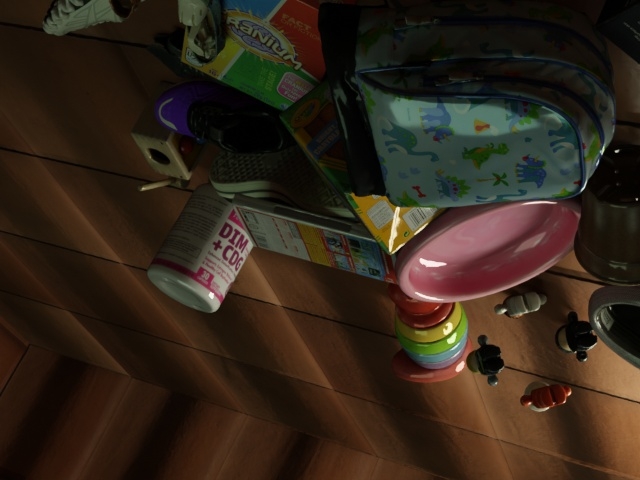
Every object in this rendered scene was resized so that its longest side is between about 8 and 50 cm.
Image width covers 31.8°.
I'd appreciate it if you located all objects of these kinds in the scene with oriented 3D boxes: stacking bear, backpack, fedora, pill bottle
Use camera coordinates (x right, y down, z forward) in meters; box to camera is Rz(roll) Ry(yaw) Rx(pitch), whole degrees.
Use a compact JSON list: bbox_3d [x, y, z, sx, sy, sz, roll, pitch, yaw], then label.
[{"bbox_3d":[0.218,0.152,2.339,0.164,0.175,0.289,14,146,29],"label":"stacking bear"},{"bbox_3d":[0.196,-0.173,1.432,0.355,0.273,0.290,-10,135,3],"label":"backpack"},{"bbox_3d":[0.605,0.134,1.949,0.275,0.124,0.244,32,154,2],"label":"fedora"},{"bbox_3d":[-0.211,-0.014,2.241,0.160,0.283,0.160,25,161,9],"label":"pill bottle"}]

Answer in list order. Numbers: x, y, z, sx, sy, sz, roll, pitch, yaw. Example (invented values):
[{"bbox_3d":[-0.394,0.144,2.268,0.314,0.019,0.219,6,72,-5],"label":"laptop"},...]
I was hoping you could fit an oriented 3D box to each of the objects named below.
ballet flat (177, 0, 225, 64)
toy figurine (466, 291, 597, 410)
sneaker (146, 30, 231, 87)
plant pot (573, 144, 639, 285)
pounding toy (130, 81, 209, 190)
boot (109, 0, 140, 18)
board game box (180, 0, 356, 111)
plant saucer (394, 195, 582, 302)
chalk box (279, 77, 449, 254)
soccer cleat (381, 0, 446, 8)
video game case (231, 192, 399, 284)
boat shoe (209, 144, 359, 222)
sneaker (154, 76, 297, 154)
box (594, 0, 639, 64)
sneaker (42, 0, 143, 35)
[{"bbox_3d":[-0.183,-0.333,1.692,0.070,0.070,0.188,17,154,19],"label":"ballet flat"},{"bbox_3d":[0.414,0.214,2.201,0.209,0.213,0.148,29,172,1],"label":"toy figurine"},{"bbox_3d":[-0.221,-0.310,1.957,0.170,0.051,0.089,33,156,-5],"label":"sneaker"},{"bbox_3d":[0.464,-0.046,1.700,0.167,0.167,0.165,13,145,26],"label":"plant pot"},{"bbox_3d":[-0.272,-0.162,2.137,0.094,0.181,0.206,14,153,23],"label":"pounding toy"},{"bbox_3d":[-0.265,-0.428,1.632,0.073,0.152,0.197,20,155,13],"label":"boot"},{"bbox_3d":[-0.089,-0.332,1.761,0.242,0.064,0.316,26,156,0],"label":"board game box"},{"bbox_3d":[0.276,-0.010,1.868,0.332,0.084,0.332,-14,153,-7],"label":"plant saucer"},{"bbox_3d":[0.071,-0.156,1.754,0.289,0.180,0.179,50,178,41],"label":"chalk box"},{"bbox_3d":[0.188,-0.274,1.546,0.143,0.116,0.331,5,149,36],"label":"soccer cleat"},{"bbox_3d":[0.000,0.000,1.934,0.285,0.025,0.204,15,162,13],"label":"video game case"},{"bbox_3d":[-0.002,-0.099,2.013,0.500,0.187,0.156,7,152,49],"label":"boat shoe"},{"bbox_3d":[-0.167,-0.208,1.937,0.293,0.146,0.102,7,118,16],"label":"sneaker"},{"bbox_3d":[0.444,-0.268,1.335,0.156,0.093,0.158,34,154,-17],"label":"box"},{"bbox_3d":[-0.376,-0.398,1.874,0.118,0.110,0.292,27,158,-25],"label":"sneaker"}]
